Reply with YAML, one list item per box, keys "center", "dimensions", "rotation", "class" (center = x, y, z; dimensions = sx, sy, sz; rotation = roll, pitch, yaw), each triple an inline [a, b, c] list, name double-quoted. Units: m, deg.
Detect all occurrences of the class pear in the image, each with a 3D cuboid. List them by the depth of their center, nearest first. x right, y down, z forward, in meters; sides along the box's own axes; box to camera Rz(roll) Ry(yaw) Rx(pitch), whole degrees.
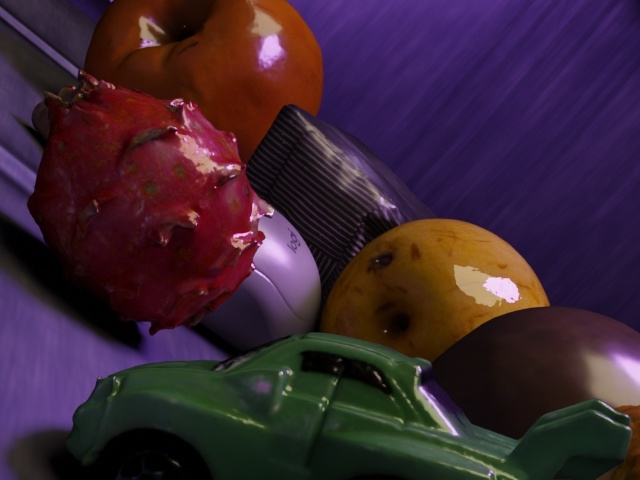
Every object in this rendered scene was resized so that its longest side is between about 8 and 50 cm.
- center: [0.124, 0.110, 1.875]
  dimensions: [0.280, 0.281, 0.281]
  rotation: [39, 6, -5]
  class: "pear"

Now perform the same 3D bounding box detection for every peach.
- center: [-0.160, -0.228, 2.458]
  dimensions: [0.343, 0.342, 0.302]
  rotation: [44, -15, 34]
  class: "peach"

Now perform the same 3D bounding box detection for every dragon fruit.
- center: [-0.170, -0.045, 1.579]
  dimensions: [0.268, 0.205, 0.210]
  rotation: [56, 19, 11]
  class: "dragon fruit"

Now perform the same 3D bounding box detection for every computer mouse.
- center: [-0.105, 0.008, 1.835]
  dimensions: [0.297, 0.121, 0.184]
  rotation: [42, 30, -22]
  class: "computer mouse"

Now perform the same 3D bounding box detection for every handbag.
- center: [0.000, 0.000, 2.106]
  dimensions: [0.247, 0.240, 0.340]
  rotation: [42, 6, 12]
  class: "handbag"

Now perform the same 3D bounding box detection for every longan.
- center: [0.223, 0.212, 1.638]
  dimensions: [0.319, 0.319, 0.319]
  rotation: [39, 6, -5]
  class: "longan"

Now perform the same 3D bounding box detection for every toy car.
- center: [0.017, 0.147, 1.172]
  dimensions: [0.358, 0.176, 0.213]
  rotation: [18, 2, 12]
  class: "toy car"

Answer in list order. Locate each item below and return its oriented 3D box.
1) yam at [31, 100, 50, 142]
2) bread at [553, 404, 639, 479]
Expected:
- center: [-0.259, -0.083, 2.001]
  dimensions: [0.066, 0.066, 0.300]
  rotation: [34, 9, -42]
  class: "yam"
- center: [0.238, 0.287, 1.254]
  dimensions: [0.204, 0.337, 0.358]
  rotation: [18, 12, -8]
  class: "bread"
